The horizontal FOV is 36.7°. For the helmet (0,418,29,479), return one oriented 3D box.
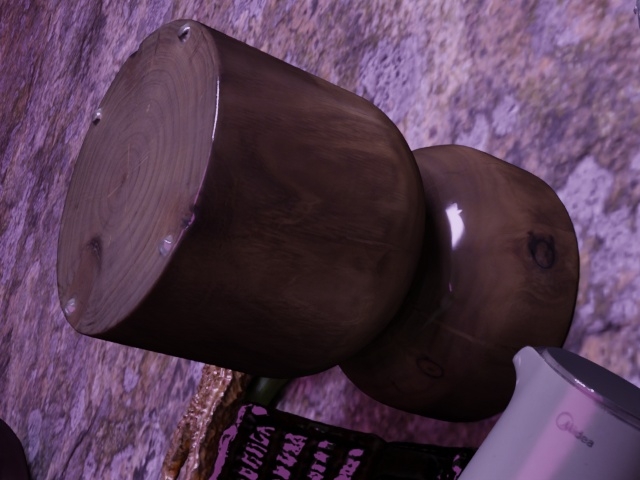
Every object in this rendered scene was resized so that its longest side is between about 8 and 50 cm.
[{"bbox_3d":[-0.466,0.313,1.189,0.305,0.177,0.224,-32,57,52],"label":"helmet"}]

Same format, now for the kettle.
[{"bbox_3d":[0.122,0.142,0.484,0.148,0.098,0.127,-60,29,10],"label":"kettle"}]

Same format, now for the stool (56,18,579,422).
[{"bbox_3d":[0.000,0.000,0.578,0.179,0.264,0.179,-31,51,46],"label":"stool"}]

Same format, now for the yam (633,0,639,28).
[{"bbox_3d":[0.263,-0.133,0.409,0.259,0.106,0.106,-15,62,52],"label":"yam"}]

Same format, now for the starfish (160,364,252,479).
[{"bbox_3d":[-0.070,0.080,0.803,0.299,0.060,0.302,170,116,-70],"label":"starfish"}]

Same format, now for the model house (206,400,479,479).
[{"bbox_3d":[-0.005,0.178,0.605,0.106,0.152,0.165,18,87,64],"label":"model house"}]

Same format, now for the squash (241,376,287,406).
[{"bbox_3d":[-0.038,0.113,0.799,0.089,0.027,0.027,-51,38,24],"label":"squash"}]
